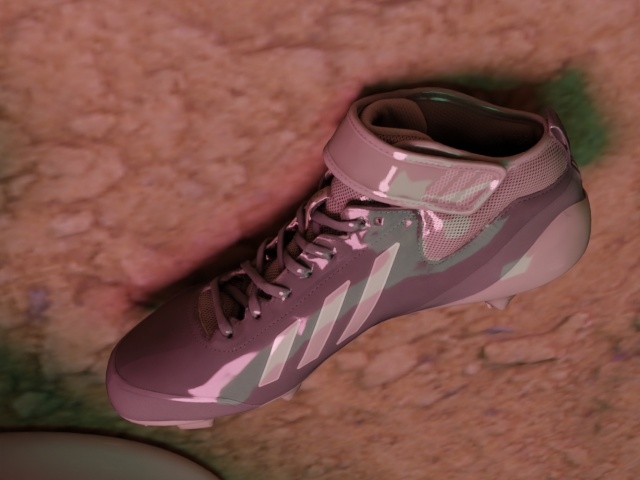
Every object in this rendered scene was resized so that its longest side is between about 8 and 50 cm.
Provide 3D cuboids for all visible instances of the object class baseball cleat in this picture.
[{"bbox_3d":[0.000,0.000,0.678,0.206,0.072,0.109,-23,131,1],"label":"baseball cleat"}]

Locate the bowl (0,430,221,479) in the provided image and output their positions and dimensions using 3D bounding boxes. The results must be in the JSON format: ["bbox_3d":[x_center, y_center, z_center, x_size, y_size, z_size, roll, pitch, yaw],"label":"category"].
[{"bbox_3d":[-0.167,0.225,0.847,0.297,0.134,0.298,-11,144,-8],"label":"bowl"}]
